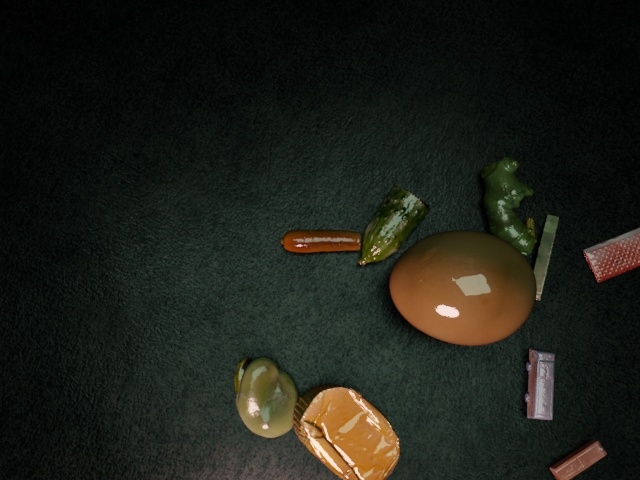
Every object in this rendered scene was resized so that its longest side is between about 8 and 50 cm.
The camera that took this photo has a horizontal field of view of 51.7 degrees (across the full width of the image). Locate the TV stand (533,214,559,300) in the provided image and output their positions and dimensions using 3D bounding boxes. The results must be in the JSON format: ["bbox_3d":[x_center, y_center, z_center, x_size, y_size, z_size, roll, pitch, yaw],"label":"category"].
[{"bbox_3d":[0.635,0.045,1.875,0.036,0.042,0.249,13,78,21],"label":"TV stand"}]

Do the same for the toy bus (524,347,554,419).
[{"bbox_3d":[0.598,0.391,1.798,0.064,0.075,0.190,6,81,0],"label":"toy bus"}]

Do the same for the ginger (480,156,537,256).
[{"bbox_3d":[0.532,-0.095,1.868,0.137,0.089,0.289,-2,80,3],"label":"ginger"}]

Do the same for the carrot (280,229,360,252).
[{"bbox_3d":[0.000,0.000,1.854,0.225,0.067,0.067,-1,80,-4],"label":"carrot"}]

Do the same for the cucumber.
[{"bbox_3d":[0.187,-0.029,1.839,0.134,0.134,0.244,37,88,5],"label":"cucumber"}]

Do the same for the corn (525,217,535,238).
[{"bbox_3d":[0.600,-0.022,1.890,0.027,0.028,0.083,0,80,10],"label":"corn"}]

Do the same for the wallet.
[{"bbox_3d":[0.860,0.039,1.891,0.196,0.020,0.103,-22,81,-5],"label":"wallet"}]

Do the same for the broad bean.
[{"bbox_3d":[-0.149,0.415,1.765,0.169,0.100,0.228,-36,87,-8],"label":"broad bean"}]

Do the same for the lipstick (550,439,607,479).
[{"bbox_3d":[0.695,0.595,1.781,0.145,0.045,0.045,-31,84,-5],"label":"lipstick"}]

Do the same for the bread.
[{"bbox_3d":[0.066,0.494,1.722,0.288,0.156,0.204,37,85,-7],"label":"bread"}]

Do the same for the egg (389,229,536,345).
[{"bbox_3d":[0.368,0.121,1.725,0.374,0.301,0.301,8,80,12],"label":"egg"}]
